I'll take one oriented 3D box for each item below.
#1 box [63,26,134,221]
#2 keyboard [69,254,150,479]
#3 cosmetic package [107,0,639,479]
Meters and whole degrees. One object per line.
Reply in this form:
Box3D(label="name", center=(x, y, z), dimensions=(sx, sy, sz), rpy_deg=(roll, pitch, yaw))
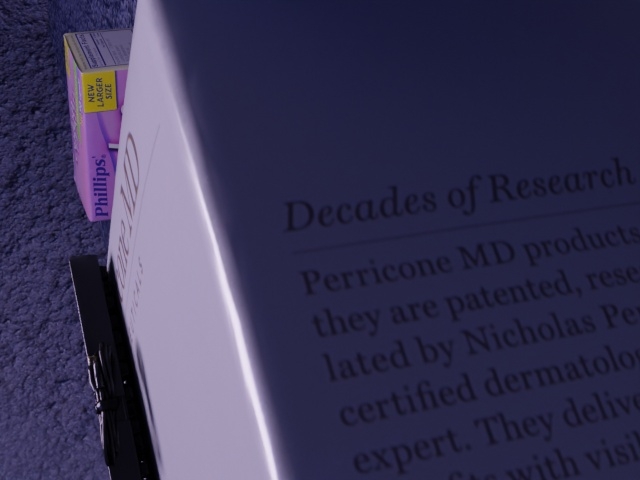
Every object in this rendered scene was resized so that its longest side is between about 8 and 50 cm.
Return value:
Box3D(label="box", center=(-0.195, -0.158, 1.325), dimensions=(0.117, 0.243, 0.213), rpy_deg=(-122, 31, -49))
Box3D(label="keyboard", center=(-0.113, 0.098, 0.573), dimensions=(0.108, 0.023, 0.180), rpy_deg=(113, 143, -70))
Box3D(label="cosmetic package", center=(0.093, 0.112, 0.519), dimensions=(0.329, 0.328, 0.393), rpy_deg=(115, 142, -58))
